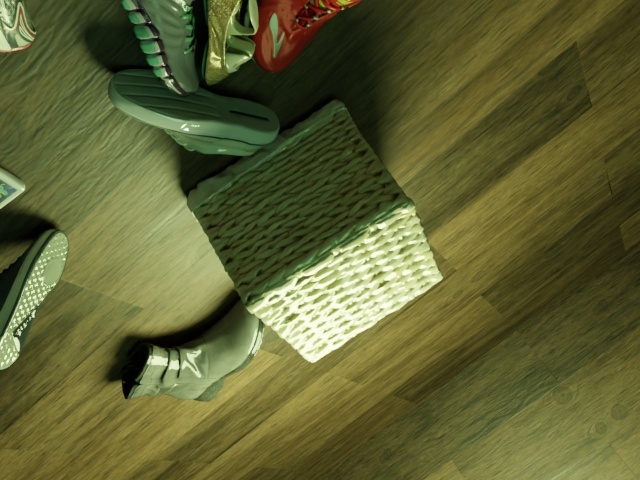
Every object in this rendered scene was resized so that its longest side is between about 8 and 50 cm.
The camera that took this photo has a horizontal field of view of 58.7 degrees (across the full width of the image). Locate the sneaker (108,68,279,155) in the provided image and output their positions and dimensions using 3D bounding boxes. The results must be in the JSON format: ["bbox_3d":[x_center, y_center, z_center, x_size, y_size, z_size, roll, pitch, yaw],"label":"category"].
[{"bbox_3d":[-0.186,-0.171,0.837,0.258,0.094,0.091,11,142,-35],"label":"sneaker"}]

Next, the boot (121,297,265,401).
[{"bbox_3d":[-0.282,0.245,1.243,0.223,0.118,0.338,15,119,-39],"label":"boot"}]

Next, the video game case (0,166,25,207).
[{"bbox_3d":[-0.544,-0.062,0.759,0.201,0.023,0.183,-36,144,4],"label":"video game case"}]

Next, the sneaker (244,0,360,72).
[{"bbox_3d":[0.000,-0.335,0.755,0.107,0.118,0.279,17,121,-45],"label":"sneaker"}]

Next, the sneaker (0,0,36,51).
[{"bbox_3d":[-0.263,-0.299,0.471,0.112,0.120,0.299,-11,140,-30],"label":"sneaker"}]

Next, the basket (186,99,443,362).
[{"bbox_3d":[0.000,0.000,1.030,0.331,0.266,0.328,-32,145,3],"label":"basket"}]

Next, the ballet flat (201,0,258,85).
[{"bbox_3d":[-0.117,-0.270,0.745,0.067,0.073,0.206,19,154,-2],"label":"ballet flat"}]

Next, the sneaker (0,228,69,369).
[{"bbox_3d":[-0.509,0.065,0.883,0.086,0.164,0.226,77,33,-67],"label":"sneaker"}]

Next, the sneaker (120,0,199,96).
[{"bbox_3d":[-0.178,-0.275,0.700,0.098,0.083,0.223,-12,142,8],"label":"sneaker"}]
